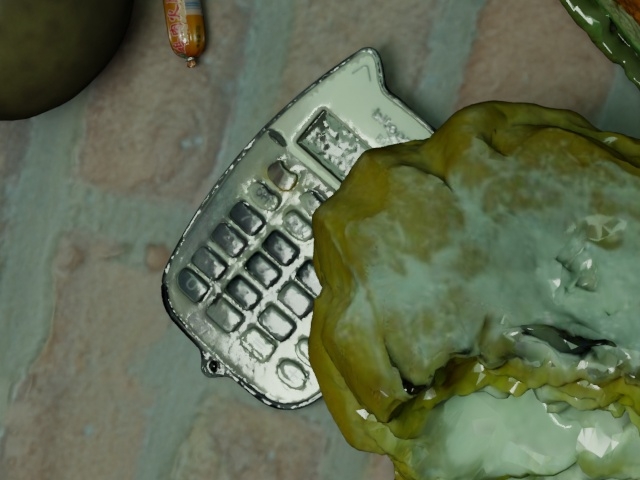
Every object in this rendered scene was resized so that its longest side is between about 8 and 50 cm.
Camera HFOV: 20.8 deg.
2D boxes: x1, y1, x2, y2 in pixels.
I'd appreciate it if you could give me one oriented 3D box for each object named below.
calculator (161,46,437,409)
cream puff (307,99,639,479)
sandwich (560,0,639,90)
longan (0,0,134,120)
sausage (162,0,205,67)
[{"bbox_3d":[0.000,0.000,1.297,0.177,0.040,0.268,43,94,10],"label":"calculator"},{"bbox_3d":[0.145,0.059,1.180,0.323,0.270,0.274,11,64,1],"label":"cream puff"},{"bbox_3d":[0.249,-0.183,1.196,0.109,0.212,0.292,-39,67,-10],"label":"sandwich"},{"bbox_3d":[-0.239,-0.183,1.273,0.220,0.196,0.196,-36,81,-4],"label":"longan"},{"bbox_3d":[-0.106,-0.184,1.331,0.031,0.031,0.107,-8,85,9],"label":"sausage"}]
